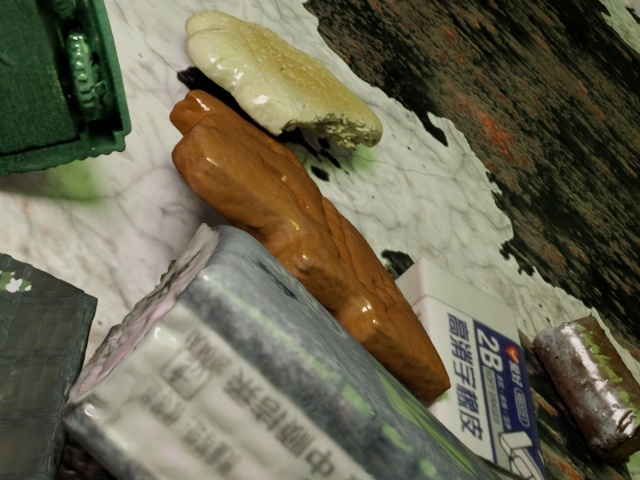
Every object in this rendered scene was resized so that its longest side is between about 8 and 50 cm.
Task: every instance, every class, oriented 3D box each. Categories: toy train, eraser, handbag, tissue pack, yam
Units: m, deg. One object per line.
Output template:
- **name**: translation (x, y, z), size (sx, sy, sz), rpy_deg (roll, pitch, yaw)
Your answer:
- **toy train**: translation (-0.216, -0.195, 0.687), size (0.139, 0.330, 0.178), rpy_deg (-12, 47, -7)
- **eraser**: translation (0.122, 0.125, 0.942), size (0.125, 0.068, 0.210), rpy_deg (28, 37, -24)
- **handbag**: translation (-0.221, 0.087, 0.572), size (0.175, 0.088, 0.270), rpy_deg (26, 38, -19)
- **tissue pack**: translation (0.044, 0.164, 0.644), size (0.394, 0.124, 0.288), rpy_deg (44, -2, -7)
- **yam**: translation (0.278, 0.146, 1.095), size (0.079, 0.079, 0.141), rpy_deg (5, 50, -47)

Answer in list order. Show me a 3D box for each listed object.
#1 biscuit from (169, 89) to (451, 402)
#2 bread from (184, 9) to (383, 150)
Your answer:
- **biscuit**: translation (0.000, 0.000, 0.860), size (0.306, 0.043, 0.284), rpy_deg (48, 9, 1)
- **bread**: translation (-0.038, -0.156, 1.032), size (0.182, 0.039, 0.251), rpy_deg (47, 19, 18)
